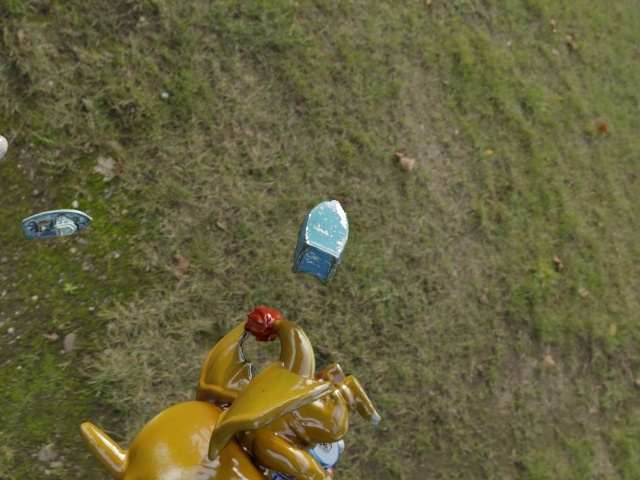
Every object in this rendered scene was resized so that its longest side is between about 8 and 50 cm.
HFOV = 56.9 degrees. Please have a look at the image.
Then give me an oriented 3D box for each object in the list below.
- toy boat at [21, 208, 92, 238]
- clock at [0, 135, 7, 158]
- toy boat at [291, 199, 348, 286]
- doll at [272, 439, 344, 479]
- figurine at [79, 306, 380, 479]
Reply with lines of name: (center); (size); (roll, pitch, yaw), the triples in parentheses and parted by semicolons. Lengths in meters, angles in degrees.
toy boat: (-0.563, -0.033, 1.267); (0.140, 0.066, 0.059); (-12, 127, -25)
clock: (-0.317, 0.017, 0.293); (0.324, 0.265, 0.108); (-43, 136, -13)
toy boat: (0.000, 0.000, 0.914); (0.075, 0.077, 0.185); (23, 33, -7)
doll: (-0.115, 0.509, 1.350); (0.284, 0.310, 0.240); (35, 28, -46)
figurine: (-0.130, 0.295, 0.911); (0.387, 0.401, 0.268); (-32, 113, -12)
